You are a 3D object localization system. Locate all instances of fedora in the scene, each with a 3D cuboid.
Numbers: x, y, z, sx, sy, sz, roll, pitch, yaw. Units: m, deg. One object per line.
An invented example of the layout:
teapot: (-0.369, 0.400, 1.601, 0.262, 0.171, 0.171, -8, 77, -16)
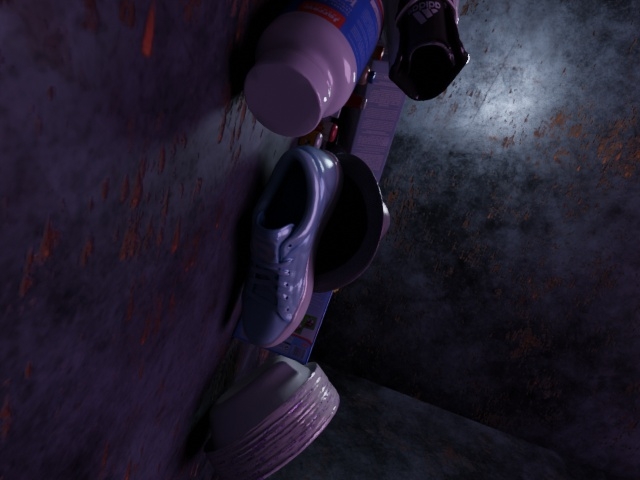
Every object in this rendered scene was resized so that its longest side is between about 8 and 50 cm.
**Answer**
fedora: (0.035, -0.025, 0.813, 0.275, 0.244, 0.124, -33, 155, 33)

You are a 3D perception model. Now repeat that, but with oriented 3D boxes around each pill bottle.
pill bottle: (-0.005, -0.228, 0.517, 0.124, 0.124, 0.222, 101, 9, -53)

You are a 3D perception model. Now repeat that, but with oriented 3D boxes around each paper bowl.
paper bowl: (-0.113, 0.351, 0.881, 0.284, 0.148, 0.284, -35, 179, -1)

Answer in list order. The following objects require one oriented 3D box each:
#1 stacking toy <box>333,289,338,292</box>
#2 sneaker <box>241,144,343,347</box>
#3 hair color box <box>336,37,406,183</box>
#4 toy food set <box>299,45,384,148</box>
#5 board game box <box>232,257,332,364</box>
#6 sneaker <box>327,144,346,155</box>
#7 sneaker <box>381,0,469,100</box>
stacking toy: (0.000, 0.000, 1.082, 0.167, 0.052, 0.221, 64, 13, -51)
sneaker: (-0.079, 0.013, 0.710, 0.150, 0.135, 0.367, 2, 105, -65)
hair color box: (0.134, -0.341, 1.172, 0.186, 0.113, 0.375, -96, -166, -45)
toy food set: (0.044, -0.284, 0.855, 0.111, 0.104, 0.233, -26, 134, -81)
board game box: (-0.066, 0.127, 0.883, 0.039, 0.160, 0.212, 91, 19, -73)
sneaker: (0.012, -0.168, 1.177, 0.098, 0.083, 0.224, -106, -153, -55)
sneaker: (0.151, -0.389, 0.561, 0.448, 0.168, 0.258, 71, 12, -54)
